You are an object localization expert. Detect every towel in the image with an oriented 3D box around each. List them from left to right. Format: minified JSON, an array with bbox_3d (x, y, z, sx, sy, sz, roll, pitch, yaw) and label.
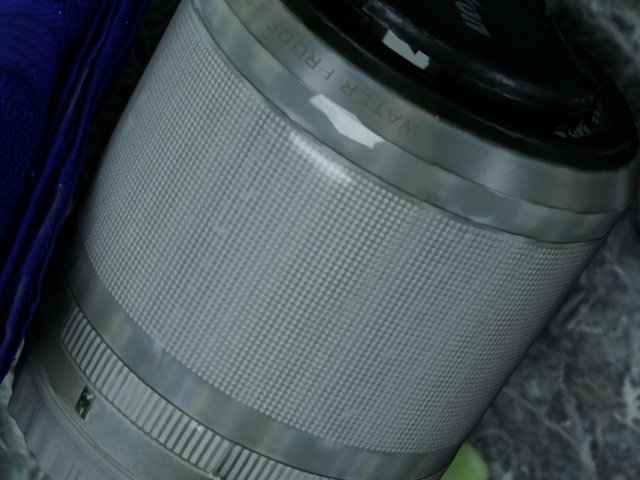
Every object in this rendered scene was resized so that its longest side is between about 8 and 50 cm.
[{"bbox_3d":[-0.160,-0.016,0.863,0.076,0.308,0.227,24,146,-9],"label":"towel"}]

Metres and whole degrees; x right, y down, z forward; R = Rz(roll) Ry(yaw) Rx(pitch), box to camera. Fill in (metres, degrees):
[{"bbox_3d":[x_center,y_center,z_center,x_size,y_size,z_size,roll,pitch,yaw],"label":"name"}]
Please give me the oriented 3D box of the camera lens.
[{"bbox_3d":[0.000,0.000,0.843,0.219,0.219,0.274,37,116,14],"label":"camera lens"}]
